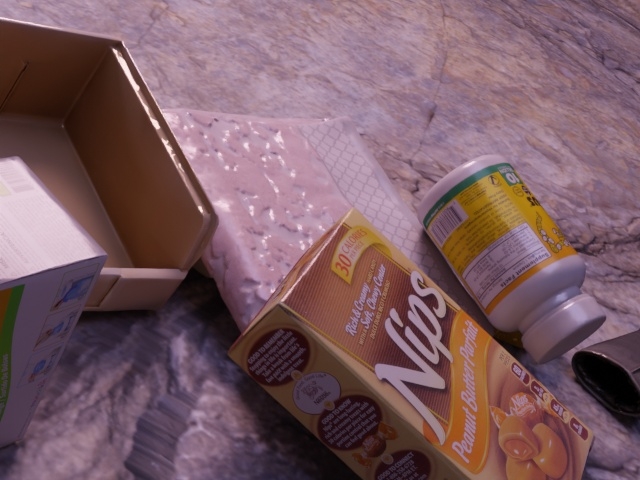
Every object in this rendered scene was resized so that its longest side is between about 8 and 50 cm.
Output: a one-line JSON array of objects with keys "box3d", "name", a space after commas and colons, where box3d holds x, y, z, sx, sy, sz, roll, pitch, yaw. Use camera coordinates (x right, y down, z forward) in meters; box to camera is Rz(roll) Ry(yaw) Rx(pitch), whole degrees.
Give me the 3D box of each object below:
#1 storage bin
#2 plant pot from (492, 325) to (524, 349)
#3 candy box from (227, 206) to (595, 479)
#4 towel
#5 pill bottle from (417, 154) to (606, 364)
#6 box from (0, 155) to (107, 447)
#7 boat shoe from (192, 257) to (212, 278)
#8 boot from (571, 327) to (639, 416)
[{"box3d": [-0.262, -0.068, 1.057, 0.262, 0.123, 0.260, 3, 47, -47], "name": "storage bin"}, {"box3d": [0.228, 0.074, 1.348, 0.081, 0.081, 0.083, 22, 42, -13], "name": "plant pot"}, {"box3d": [0.089, 0.138, 1.056, 0.316, 0.087, 0.183, 44, 35, -4], "name": "candy box"}, {"box3d": [0.000, 0.000, 1.224, 0.317, 0.053, 0.332, -7, 57, -48], "name": "towel"}, {"box3d": [0.204, 0.022, 1.257, 0.117, 0.117, 0.208, -10, 60, -47], "name": "pill bottle"}, {"box3d": [-0.254, 0.057, 0.851, 0.114, 0.203, 0.103, 45, 35, 21], "name": "box"}, {"box3d": [-0.128, -0.013, 1.206, 0.042, 0.049, 0.133, -12, 45, -37], "name": "boat shoe"}, {"box3d": [0.410, 0.158, 1.379, 0.189, 0.076, 0.208, 29, 21, 27], "name": "boot"}]
